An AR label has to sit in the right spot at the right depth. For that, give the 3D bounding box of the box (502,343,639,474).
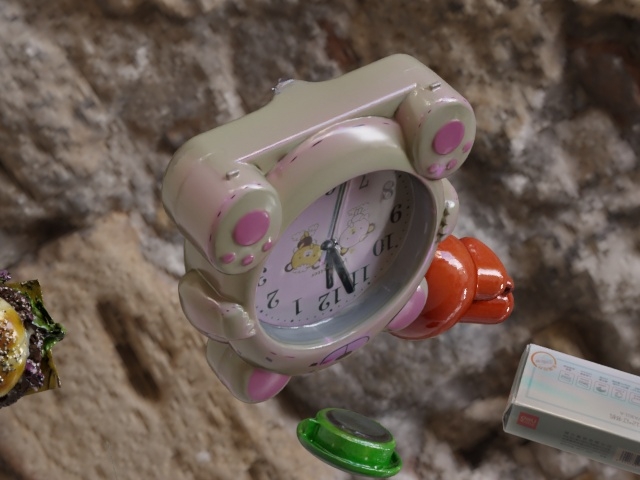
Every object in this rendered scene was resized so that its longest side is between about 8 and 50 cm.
[{"bbox_3d":[0.421,0.260,1.895,0.135,0.269,0.079,-64,167,-44],"label":"box"}]

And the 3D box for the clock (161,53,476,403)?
[{"bbox_3d":[0.000,0.000,1.140,0.114,0.284,0.309,44,-30,36],"label":"clock"}]

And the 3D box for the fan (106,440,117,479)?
[{"bbox_3d":[-0.257,0.419,1.723,0.182,0.010,0.310,12,-64,61],"label":"fan"}]

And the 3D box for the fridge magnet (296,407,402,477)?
[{"bbox_3d":[0.056,0.375,2.300,0.208,0.088,0.208,20,11,-4],"label":"fridge magnet"}]

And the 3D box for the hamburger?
[{"bbox_3d":[-0.400,0.125,1.503,0.164,0.190,0.093,67,18,7],"label":"hamburger"}]

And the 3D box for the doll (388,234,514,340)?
[{"bbox_3d":[0.122,0.054,1.514,0.290,0.161,0.129,4,52,-26],"label":"doll"}]
